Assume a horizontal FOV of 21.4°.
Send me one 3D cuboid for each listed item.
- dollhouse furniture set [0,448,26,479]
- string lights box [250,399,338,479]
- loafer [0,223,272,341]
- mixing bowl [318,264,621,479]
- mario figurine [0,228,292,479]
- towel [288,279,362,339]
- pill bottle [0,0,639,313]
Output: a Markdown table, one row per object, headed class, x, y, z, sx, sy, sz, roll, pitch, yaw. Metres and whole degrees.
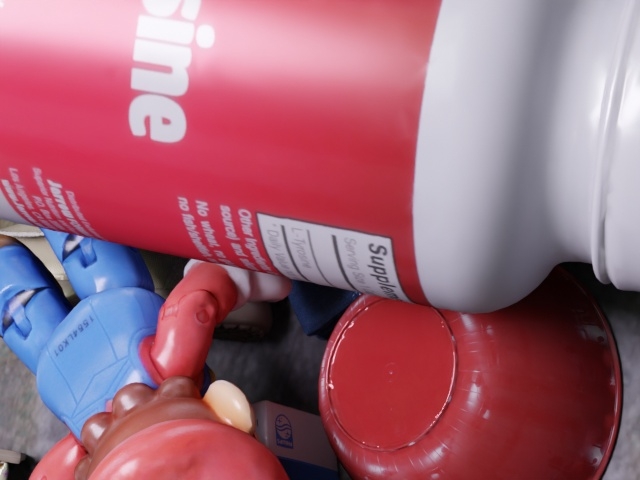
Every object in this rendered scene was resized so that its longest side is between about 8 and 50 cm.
| class | x | y | z | sx | sy | sz | roll | pitch | yaw |
| --- | --- | --- | --- | --- | --- | --- | --- | --- | --- |
| dollhouse furniture set | -0.294 | 0.231 | 1.216 | 0.161 | 0.101 | 0.182 | -8 | 70 | 63 |
| string lights box | -0.053 | 0.239 | 1.005 | 0.133 | 0.077 | 0.259 | -19 | 65 | 31 |
| loafer | -0.141 | 0.010 | 1.141 | 0.268 | 0.102 | 0.092 | 7 | 79 | 30 |
| mixing bowl | 0.065 | 0.083 | 0.947 | 0.181 | 0.098 | 0.181 | -13 | 68 | 36 |
| mario figurine | -0.093 | 0.106 | 0.974 | 0.320 | 0.170 | 0.198 | 57 | 141 | 42 |
| towel | 0.000 | 0.000 | 1.071 | 0.067 | 0.029 | 0.119 | -37 | 55 | 24 |
| pill bottle | 0.012 | -0.090 | 0.879 | 0.408 | 0.229 | 0.229 | 11 | 82 | 18 |
